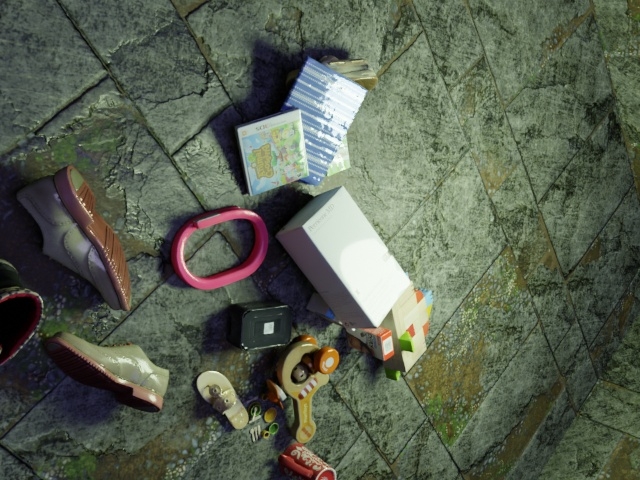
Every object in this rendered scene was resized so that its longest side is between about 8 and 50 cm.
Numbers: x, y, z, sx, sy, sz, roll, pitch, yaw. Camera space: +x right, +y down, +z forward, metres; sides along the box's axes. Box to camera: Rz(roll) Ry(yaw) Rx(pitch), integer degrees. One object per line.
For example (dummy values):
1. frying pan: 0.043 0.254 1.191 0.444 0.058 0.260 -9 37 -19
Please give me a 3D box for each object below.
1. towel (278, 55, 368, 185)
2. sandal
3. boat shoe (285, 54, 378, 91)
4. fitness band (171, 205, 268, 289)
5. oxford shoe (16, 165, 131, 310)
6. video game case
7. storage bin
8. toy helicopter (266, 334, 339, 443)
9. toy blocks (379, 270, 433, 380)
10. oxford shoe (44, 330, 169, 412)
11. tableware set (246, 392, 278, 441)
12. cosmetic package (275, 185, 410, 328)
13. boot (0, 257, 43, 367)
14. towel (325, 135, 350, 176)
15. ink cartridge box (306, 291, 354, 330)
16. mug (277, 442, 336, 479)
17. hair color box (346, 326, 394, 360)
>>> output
1. towel: -0.027 -0.333 1.875 0.243 0.040 0.336 18 107 -39
2. sandal: -0.265 0.471 1.882 0.088 0.079 0.240 -45 124 -24
3. boat shoe: 0.026 -0.490 1.916 0.302 0.109 0.098 -11 70 -27
4. fitness band: -0.276 0.020 1.797 0.290 0.054 0.209 -19 114 -35
5. oxford shoe: -0.564 0.016 1.525 0.146 0.140 0.397 -19 120 -3
6. video game case: -0.132 -0.248 1.818 0.193 0.023 0.213 -21 126 -20
7. storage bin: -0.178 0.247 1.905 0.180 0.084 0.122 -2 101 -39
8. toy helicopter: -0.071 0.484 2.018 0.234 0.140 0.355 -17 115 -37
9. toy blocks: 0.300 0.264 2.275 0.261 0.190 0.382 -38 123 -41
10. oxford shoe: -0.528 0.306 1.626 0.348 0.123 0.130 45 44 -36
11. tableware set: -0.175 0.547 2.012 0.104 0.024 0.154 -19 111 -36
12. cosmetic package: 0.071 0.056 1.946 0.385 0.156 0.217 53 56 -18
13. boot: -0.735 0.195 1.287 0.377 0.284 0.138 -43 123 -26
14. towel: 0.045 -0.285 2.017 0.113 0.023 0.152 -25 115 -33
15. ink cartridge box: 0.055 0.236 2.084 0.180 0.104 0.060 33 77 -39
16. mug: -0.051 0.737 2.061 0.150 0.169 0.113 -3 102 -40
17. hair color box: 0.162 0.327 2.153 0.053 0.167 0.093 -25 115 -35
